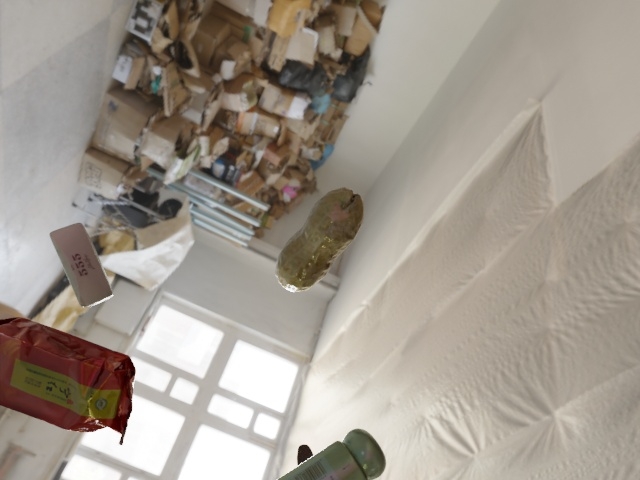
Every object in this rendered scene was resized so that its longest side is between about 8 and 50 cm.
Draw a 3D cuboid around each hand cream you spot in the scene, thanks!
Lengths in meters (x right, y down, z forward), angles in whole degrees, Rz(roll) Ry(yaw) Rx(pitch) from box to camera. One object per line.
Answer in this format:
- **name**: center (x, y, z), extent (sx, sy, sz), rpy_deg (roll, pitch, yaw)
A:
- **hand cream**: center (-0.021, 0.450, 0.909), extent (0.306, 0.147, 0.093), rpy_deg (-31, -176, -20)

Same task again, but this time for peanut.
- **peanut**: center (0.000, 0.000, 1.235), extent (0.290, 0.130, 0.130), rpy_deg (-51, -168, 21)

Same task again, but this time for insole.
- **insole**: center (-0.031, 0.558, 1.251), extent (0.002, 0.045, 0.134), rpy_deg (123, -39, -71)

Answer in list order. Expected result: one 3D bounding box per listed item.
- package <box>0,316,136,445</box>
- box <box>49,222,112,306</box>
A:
- **package**: center (-0.644, 0.340, 1.291), extent (0.123, 0.424, 0.195), rpy_deg (-48, 156, -81)
- **box**: center (-0.515, 0.060, 1.142), extent (0.071, 0.168, 0.259), rpy_deg (-24, -178, -23)
